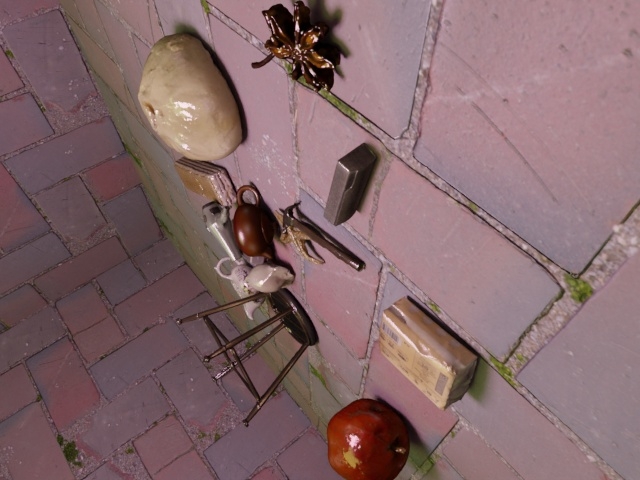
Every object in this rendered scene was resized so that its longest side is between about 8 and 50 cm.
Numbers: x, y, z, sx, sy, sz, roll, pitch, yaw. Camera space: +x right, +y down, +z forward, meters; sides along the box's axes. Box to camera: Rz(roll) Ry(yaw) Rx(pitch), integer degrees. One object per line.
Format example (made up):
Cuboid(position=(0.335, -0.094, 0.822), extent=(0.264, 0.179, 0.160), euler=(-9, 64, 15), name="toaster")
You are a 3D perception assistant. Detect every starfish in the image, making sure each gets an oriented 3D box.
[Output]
Cuboid(position=(-0.067, -0.003, 1.388), extent=(0.247, 0.050, 0.138), euler=(34, 150, 45), name="starfish")

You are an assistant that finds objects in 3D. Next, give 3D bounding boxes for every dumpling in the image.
Cuboid(position=(-0.179, 0.141, 1.711), extent=(0.155, 0.111, 0.181), euler=(29, 171, -33), name="dumpling")

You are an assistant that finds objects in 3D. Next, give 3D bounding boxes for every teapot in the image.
Cuboid(position=(-0.350, 0.199, 2.134), extent=(0.299, 0.166, 0.208), euler=(48, 171, -7), name="teapot")
Cuboid(position=(-0.208, -0.058, 1.531), extent=(0.178, 0.135, 0.251), euler=(-84, -16, -79), name="teapot")

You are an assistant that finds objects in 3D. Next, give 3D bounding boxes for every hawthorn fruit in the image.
Cuboid(position=(0.168, 0.674, 1.573), extent=(0.300, 0.275, 0.275), euler=(-9, 114, 50), name="hawthorn fruit")

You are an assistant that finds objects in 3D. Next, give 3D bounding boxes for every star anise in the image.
Cuboid(position=(-0.058, -0.350, 0.835), extent=(0.234, 0.073, 0.177), euler=(25, 155, 24), name="star anise")

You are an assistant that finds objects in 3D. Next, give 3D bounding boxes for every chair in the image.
Cuboid(position=(-0.265, 0.402, 1.880), extent=(0.365, 0.410, 0.361), euler=(24, 141, 54), name="chair")

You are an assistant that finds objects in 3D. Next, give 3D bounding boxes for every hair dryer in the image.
Cuboid(position=(-0.319, -0.023, 1.634), extent=(0.267, 0.092, 0.229), euler=(15, 130, 62), name="hair dryer")

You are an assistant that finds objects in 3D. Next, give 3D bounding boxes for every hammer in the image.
Cuboid(position=(0.001, 0.000, 1.249), extent=(0.297, 0.027, 0.125), euler=(37, 131, 33), name="hammer")

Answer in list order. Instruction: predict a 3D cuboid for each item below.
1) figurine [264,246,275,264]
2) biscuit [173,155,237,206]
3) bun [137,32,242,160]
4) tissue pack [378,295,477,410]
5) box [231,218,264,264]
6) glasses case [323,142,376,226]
Cuboid(position=(-0.199, 0.073, 1.756), extent=(0.072, 0.054, 0.129), euler=(-121, 14, -45), name="figurine")
Cuboid(position=(-0.451, -0.233, 1.829), extent=(0.426, 0.079, 0.143), euler=(25, 144, 53), name="biscuit")
Cuboid(position=(-0.386, -0.379, 1.328), extent=(0.364, 0.202, 0.364), euler=(43, 152, 29), name="bun")
Cuboid(position=(0.235, 0.256, 1.066), extent=(0.222, 0.090, 0.186), euler=(38, 150, 35), name="tissue pack")
Cuboid(position=(-0.271, 0.000, 1.736), extent=(0.244, 0.055, 0.103), euler=(37, 122, 55), name="box")
Cuboid(position=(0.057, -0.105, 0.958), extent=(0.047, 0.071, 0.205), euler=(46, 156, 15), name="glasses case")
